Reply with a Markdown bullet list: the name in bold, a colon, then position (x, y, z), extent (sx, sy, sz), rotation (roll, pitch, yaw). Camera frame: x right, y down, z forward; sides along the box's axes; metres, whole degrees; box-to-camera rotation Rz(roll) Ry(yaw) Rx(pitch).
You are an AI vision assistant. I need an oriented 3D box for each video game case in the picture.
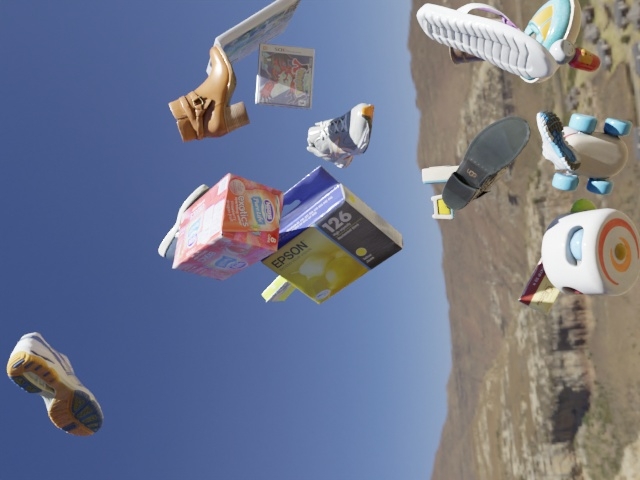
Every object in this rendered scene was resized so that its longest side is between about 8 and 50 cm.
- **video game case**: position (-0.225, -0.683, 2.009), extent (0.036, 0.329, 0.300), rotation (55, 165, -6)
- **video game case**: position (-0.115, -0.538, 1.984), extent (0.023, 0.184, 0.201), rotation (178, 96, -81)

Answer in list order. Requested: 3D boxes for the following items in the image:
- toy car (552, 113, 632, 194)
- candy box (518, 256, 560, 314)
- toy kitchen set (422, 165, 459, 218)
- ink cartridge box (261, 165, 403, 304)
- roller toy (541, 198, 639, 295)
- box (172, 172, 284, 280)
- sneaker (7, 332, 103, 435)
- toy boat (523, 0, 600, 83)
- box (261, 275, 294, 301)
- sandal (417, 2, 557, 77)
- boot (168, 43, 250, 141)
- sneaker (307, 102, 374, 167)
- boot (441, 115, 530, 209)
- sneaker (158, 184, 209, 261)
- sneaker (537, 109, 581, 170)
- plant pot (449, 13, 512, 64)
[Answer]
- **toy car**: position (0.788, -0.283, 1.850), extent (0.238, 0.210, 0.219), rotation (-101, 17, -67)
- **candy box**: position (0.651, 0.114, 1.734), extent (0.182, 0.088, 0.316), rotation (-62, -19, 4)
- **toy kitchen set**: position (0.382, -0.139, 1.803), extent (0.207, 0.122, 0.166), rotation (-26, -69, -71)
- **ink cartridge box**: position (0.000, 0.000, 1.550), extent (0.307, 0.304, 0.072), rotation (36, -147, -29)
- **roller toy**: position (0.600, 0.029, 1.323), extent (0.191, 0.146, 0.209), rotation (-40, -73, -27)
- **box**: position (-0.222, -0.020, 1.421), extent (0.142, 0.300, 0.154), rotation (18, -116, -28)
- **sneaker**: position (-0.609, 0.337, 1.436), extent (0.131, 0.112, 0.296), rotation (-117, 3, -59)
- **toy boat**: position (0.675, -0.575, 1.759), extent (0.318, 0.148, 0.267), rotation (-107, 34, -55)
- **box**: position (-0.141, 0.173, 2.207), extent (0.042, 0.109, 0.178), rotation (46, -169, 15)
- **sandal**: position (0.419, -0.535, 1.525), extent (0.102, 0.416, 0.169), rotation (-54, -33, -1)
- **boot**: position (-0.249, -0.312, 1.286), extent (0.073, 0.152, 0.197), rotation (84, 168, -80)
- **sneaker**: position (0.038, -0.242, 1.389), extent (0.262, 0.121, 0.099), rotation (137, 144, -68)
- **boot**: position (0.384, -0.177, 1.359), extent (0.091, 0.263, 0.229), rotation (48, -148, 13)
- **sneaker**: position (-0.511, -0.055, 2.456), extent (0.350, 0.148, 0.131), rotation (-58, -2, 16)
- **sneaker**: position (0.644, -0.272, 1.691), extent (0.190, 0.071, 0.083), rotation (60, 157, -9)
- **plant pot**: position (0.525, -0.651, 1.956), extent (0.167, 0.165, 0.166), rotation (-27, -57, -51)
